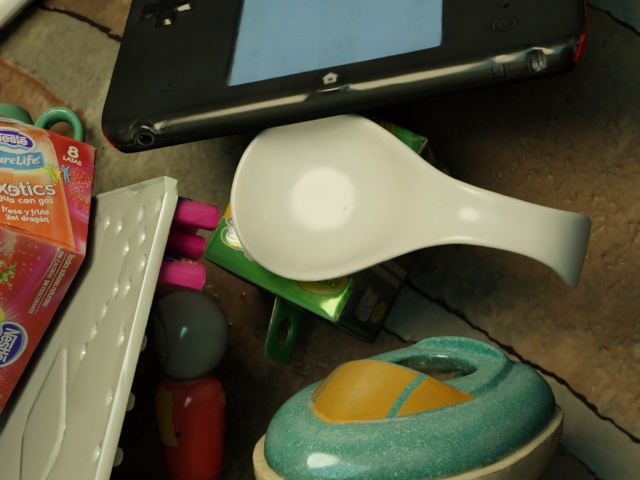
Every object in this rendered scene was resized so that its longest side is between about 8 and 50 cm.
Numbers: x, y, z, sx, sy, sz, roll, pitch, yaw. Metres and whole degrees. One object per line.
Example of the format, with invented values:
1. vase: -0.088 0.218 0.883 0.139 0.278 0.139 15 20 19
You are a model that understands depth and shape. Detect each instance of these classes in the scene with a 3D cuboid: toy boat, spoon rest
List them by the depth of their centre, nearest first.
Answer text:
1. toy boat: 0.005 0.123 1.115 0.318 0.267 0.148 5 104 31
2. spoon rest: 0.061 -0.024 1.146 0.276 0.084 0.137 11 82 16

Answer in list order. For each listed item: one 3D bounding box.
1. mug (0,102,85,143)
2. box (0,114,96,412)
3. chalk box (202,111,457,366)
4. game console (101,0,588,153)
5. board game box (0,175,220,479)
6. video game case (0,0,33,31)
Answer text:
1. mug: -0.294 -0.055 1.368 0.157 0.129 0.097 -34 72 24
2. box: -0.287 0.028 1.272 0.128 0.122 0.257 -92 27 -44
3. chalk box: 0.000 0.000 1.271 0.132 0.132 0.213 27 86 20
4. game console: 0.023 -0.220 1.257 0.386 0.060 0.342 -10 39 15
5. board game box: -0.197 0.157 1.199 0.050 0.390 0.390 16 82 -20
6. video game case: -0.374 -0.356 1.424 0.300 0.036 0.329 -44 96 -2
